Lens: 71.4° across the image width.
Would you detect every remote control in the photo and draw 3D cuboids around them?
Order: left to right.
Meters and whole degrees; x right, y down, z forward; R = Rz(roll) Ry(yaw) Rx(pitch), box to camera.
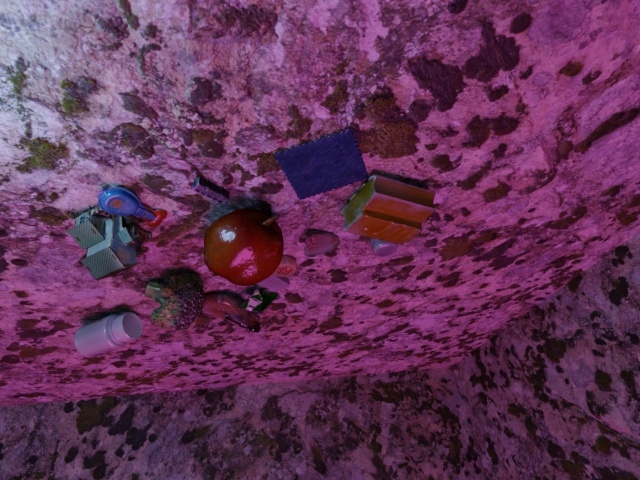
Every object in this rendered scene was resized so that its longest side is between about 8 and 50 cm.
[{"bbox_3d":[-0.245,0.172,2.055,0.103,0.034,0.250,-23,146,21],"label":"remote control"}]

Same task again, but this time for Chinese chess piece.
[{"bbox_3d":[-0.165,0.115,1.973,0.122,0.051,0.122,-7,148,-4],"label":"Chinese chess piece"}]

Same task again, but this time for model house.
[{"bbox_3d":[-0.711,0.024,1.535,0.178,0.206,0.271,-19,146,15],"label":"model house"}]

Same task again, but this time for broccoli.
[{"bbox_3d":[-0.627,0.271,1.941,0.260,0.235,0.288,14,105,-34],"label":"broccoli"}]

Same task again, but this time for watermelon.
[{"bbox_3d":[-0.001,0.006,1.837,0.180,0.081,0.094,-3,134,-41],"label":"watermelon"}]

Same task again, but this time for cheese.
[{"bbox_3d":[-0.631,-0.109,1.496,0.106,0.037,0.256,-42,145,12],"label":"cheese"}]

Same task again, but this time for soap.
[{"bbox_3d":[0.254,-0.111,1.660,0.281,0.143,0.259,12,142,-23],"label":"soap"}]

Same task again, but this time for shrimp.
[{"bbox_3d":[-0.445,0.379,2.273,0.221,0.109,0.445,-17,144,21],"label":"shrimp"}]

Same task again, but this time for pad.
[{"bbox_3d":[0.011,-0.247,1.489,0.270,0.012,0.269,-17,147,11],"label":"pad"}]

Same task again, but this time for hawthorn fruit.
[{"bbox_3d":[-0.249,0.003,1.581,0.287,0.287,0.330,19,133,-38],"label":"hawthorn fruit"}]

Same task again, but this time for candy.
[{"bbox_3d":[-0.298,0.300,2.180,0.141,0.078,0.203,-54,147,10],"label":"candy"}]

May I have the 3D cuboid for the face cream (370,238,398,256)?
[{"bbox_3d":[0.265,0.002,1.862,0.117,0.104,0.117,-7,149,-4],"label":"face cream"}]

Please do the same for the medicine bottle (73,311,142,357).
[{"bbox_3d":[-1.026,0.453,2.160,0.293,0.170,0.170,-21,146,16],"label":"medicine bottle"}]

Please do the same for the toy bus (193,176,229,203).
[{"bbox_3d":[-0.366,-0.166,1.490,0.052,0.037,0.131,-26,146,32],"label":"toy bus"}]
